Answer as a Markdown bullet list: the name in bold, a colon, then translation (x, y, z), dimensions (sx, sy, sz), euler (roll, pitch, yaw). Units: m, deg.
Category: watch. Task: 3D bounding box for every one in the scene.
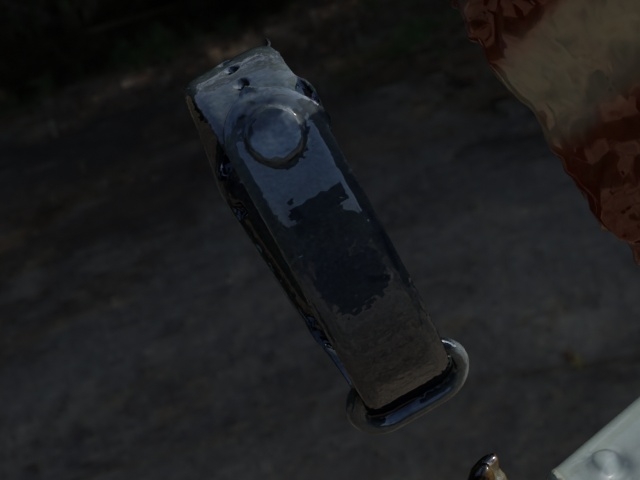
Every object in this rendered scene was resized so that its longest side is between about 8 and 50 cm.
- **watch**: translation (0.000, 0.000, 0.911), dimensions (0.068, 0.206, 0.193), euler (-30, 0, -3)

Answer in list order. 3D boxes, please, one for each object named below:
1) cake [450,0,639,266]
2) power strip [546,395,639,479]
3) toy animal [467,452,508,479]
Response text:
- **cake**: translation (0.252, -0.114, 0.715), dimensions (0.270, 0.319, 0.269), euler (-31, -8, -30)
- **power strip**: translation (0.127, 0.014, 0.340), dimensions (0.253, 0.060, 0.027), euler (-36, -17, -24)
- **toy animal**: translation (0.123, 0.171, 0.511), dimensions (0.243, 0.260, 0.087), euler (-52, 8, 45)
